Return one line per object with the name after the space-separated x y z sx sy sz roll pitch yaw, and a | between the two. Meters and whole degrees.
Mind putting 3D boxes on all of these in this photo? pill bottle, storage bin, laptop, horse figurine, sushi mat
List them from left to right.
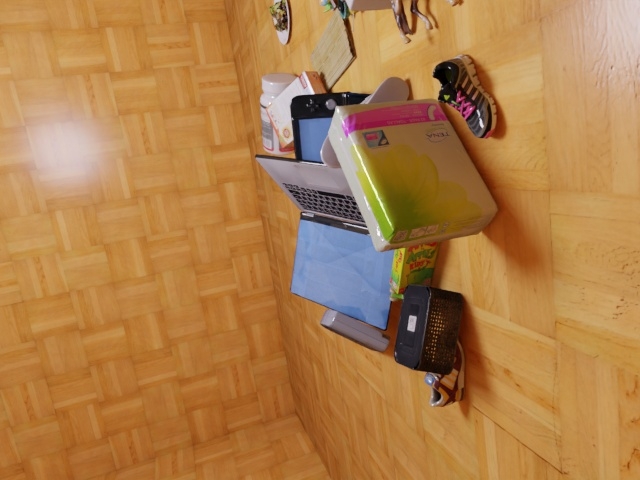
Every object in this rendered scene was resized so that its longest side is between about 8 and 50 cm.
-0.153 -0.495 1.777 0.161 0.161 0.283 -122 26 -49 | pill bottle
0.000 0.000 1.224 0.382 0.236 0.408 15 156 41 | laptop
0.031 -0.560 1.378 0.316 0.019 0.151 168 90 -73 | sushi mat
0.187 -0.490 0.843 0.174 0.066 0.263 72 161 2 | horse figurine
0.236 0.195 1.007 0.122 0.084 0.180 168 113 -74 | storage bin

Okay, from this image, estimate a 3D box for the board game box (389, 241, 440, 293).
0.219 0.035 1.047 0.043 0.092 0.181 -121 25 -48 | board game box

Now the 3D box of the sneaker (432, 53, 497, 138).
0.246 -0.250 0.795 0.063 0.075 0.170 121 134 -66 | sneaker

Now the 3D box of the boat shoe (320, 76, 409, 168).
0.099 -0.259 1.035 0.095 0.258 0.084 48 175 -6 | boat shoe

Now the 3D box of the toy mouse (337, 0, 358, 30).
0.072 -0.638 1.169 0.143 0.031 0.161 -124 27 -50 | toy mouse

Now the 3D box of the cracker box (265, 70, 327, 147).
-0.070 -0.432 1.515 0.232 0.067 0.155 -26 86 46 | cracker box

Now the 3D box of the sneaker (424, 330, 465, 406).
0.281 0.298 1.041 0.069 0.084 0.185 -156 56 -70 | sneaker

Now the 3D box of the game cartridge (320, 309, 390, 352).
0.096 0.275 1.384 0.297 0.198 0.062 93 -162 -78 | game cartridge

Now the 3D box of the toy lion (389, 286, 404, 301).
0.225 0.125 1.125 0.100 0.096 0.034 -55 -31 -54 | toy lion

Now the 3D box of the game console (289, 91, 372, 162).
0.039 -0.240 1.220 0.173 0.250 0.293 -70 -23 -66 | game console

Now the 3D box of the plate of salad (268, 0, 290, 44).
-0.159 -0.861 1.743 0.200 0.048 0.200 169 90 -73 | plate of salad

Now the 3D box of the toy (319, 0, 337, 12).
-0.034 -0.732 1.224 0.237 0.056 0.137 57 -170 -20 | toy

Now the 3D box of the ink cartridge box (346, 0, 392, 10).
0.090 -0.662 0.947 0.201 0.117 0.278 113 142 -62 | ink cartridge box

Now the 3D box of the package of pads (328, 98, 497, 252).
0.170 -0.132 0.860 0.101 0.229 0.296 113 143 -58 | package of pads
